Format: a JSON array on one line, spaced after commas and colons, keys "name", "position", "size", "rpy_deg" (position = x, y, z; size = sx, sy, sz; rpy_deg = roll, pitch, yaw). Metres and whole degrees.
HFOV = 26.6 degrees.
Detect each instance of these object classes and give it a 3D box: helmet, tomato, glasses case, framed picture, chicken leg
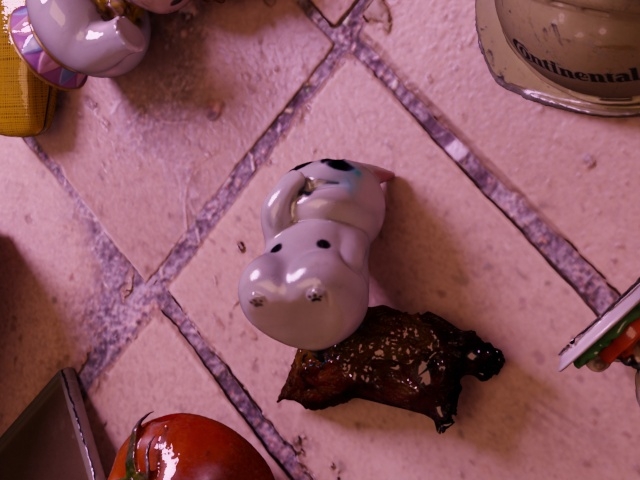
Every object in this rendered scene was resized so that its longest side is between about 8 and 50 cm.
[{"name": "helmet", "position": [0.206, -0.200, 1.040], "size": [0.258, 0.137, 0.204], "rpy_deg": [0, 89, 33]}, {"name": "tomato", "position": [-0.117, 0.237, 1.232], "size": [0.167, 0.167, 0.167], "rpy_deg": [-1, 89, 33]}, {"name": "glasses case", "position": [-0.307, -0.224, 1.409], "size": [0.079, 0.064, 0.234], "rpy_deg": [3, 92, 20]}, {"name": "framed picture", "position": [-0.279, 0.299, 1.353], "size": [0.211, 0.020, 0.289], "rpy_deg": [-48, 45, 23]}, {"name": "chicken leg", "position": [0.054, 0.109, 1.178], "size": [0.234, 0.063, 0.105], "rpy_deg": [4, 86, 35]}]

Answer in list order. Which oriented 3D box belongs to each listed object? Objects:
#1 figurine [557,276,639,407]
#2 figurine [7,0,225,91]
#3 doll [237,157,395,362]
[{"name": "figurine", "position": [0.271, 0.104, 1.019], "size": [0.153, 0.132, 0.132], "rpy_deg": [48, 113, 10]}, {"name": "figurine", "position": [-0.176, -0.256, 1.286], "size": [0.263, 0.142, 0.189], "rpy_deg": [-35, 51, 27]}, {"name": "doll", "position": [-0.002, 0.004, 1.160], "size": [0.110, 0.107, 0.180], "rpy_deg": [-4, 57, 24]}]
